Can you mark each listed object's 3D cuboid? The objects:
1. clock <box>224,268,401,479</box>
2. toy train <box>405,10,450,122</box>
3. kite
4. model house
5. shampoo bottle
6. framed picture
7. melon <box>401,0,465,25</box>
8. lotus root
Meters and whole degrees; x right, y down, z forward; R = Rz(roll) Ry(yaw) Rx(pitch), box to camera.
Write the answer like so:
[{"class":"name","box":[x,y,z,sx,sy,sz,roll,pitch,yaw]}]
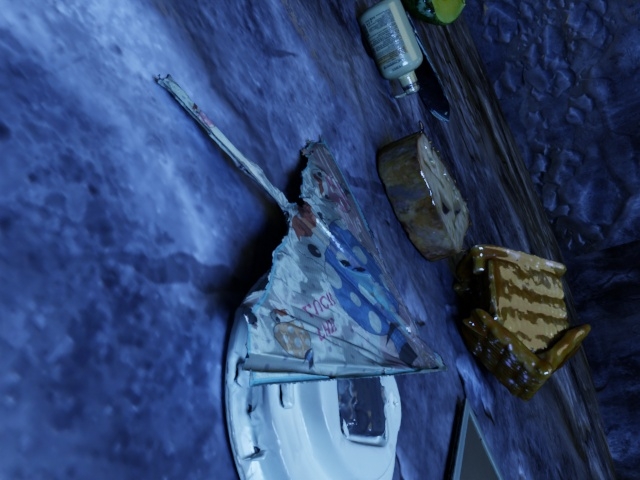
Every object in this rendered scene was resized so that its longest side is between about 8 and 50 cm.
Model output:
[{"class":"clock","box":[0.015,0.129,0.432,0.236,0.053,0.237,40,38,-43]},{"class":"toy train","box":[0.220,-0.365,1.142,0.252,0.055,0.048,55,22,-28]},{"class":"kite","box":[-0.001,0.000,0.459,0.368,0.014,0.406,46,24,-18]},{"class":"model house","box":[0.317,0.148,0.867,0.199,0.219,0.229,104,-6,-56]},{"class":"shampoo bottle","box":[0.131,-0.332,0.922,0.162,0.079,0.079,63,28,-12]},{"class":"framed picture","box":[0.200,0.364,0.654,0.217,0.017,0.274,64,28,-10]},{"class":"melon","box":[0.240,-0.624,1.290,0.265,0.129,0.169,45,58,-45]},{"class":"lotus root","box":[0.176,-0.055,0.829,0.261,0.074,0.170,46,36,-42]}]
